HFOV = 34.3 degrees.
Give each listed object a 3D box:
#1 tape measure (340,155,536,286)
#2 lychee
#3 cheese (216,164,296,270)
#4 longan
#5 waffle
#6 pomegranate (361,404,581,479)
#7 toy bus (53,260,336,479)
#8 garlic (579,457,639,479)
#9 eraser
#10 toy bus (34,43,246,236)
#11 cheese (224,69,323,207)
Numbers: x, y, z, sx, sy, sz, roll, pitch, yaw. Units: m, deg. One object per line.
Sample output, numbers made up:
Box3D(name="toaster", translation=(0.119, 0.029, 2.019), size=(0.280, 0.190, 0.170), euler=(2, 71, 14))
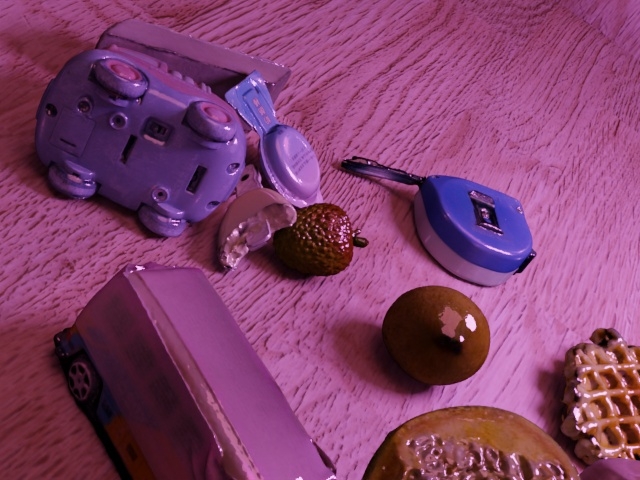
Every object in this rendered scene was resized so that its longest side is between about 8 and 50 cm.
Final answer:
Box3D(name="tape measure", translation=(0.210, -0.045, 1.796), size=(0.351, 0.098, 0.215), euler=(17, 37, -20))
Box3D(name="lychee", translation=(0.000, 0.000, 1.554), size=(0.146, 0.114, 0.114), euler=(-6, 49, -19))
Box3D(name="cheese", translation=(-0.105, -0.050, 1.555), size=(0.050, 0.127, 0.235), euler=(57, 7, -30))
Box3D(name="longan", translation=(0.166, 0.138, 1.513), size=(0.145, 0.176, 0.155), euler=(-38, 99, -13))
Box3D(name="waffle", translation=(0.508, 0.292, 1.654), size=(0.317, 0.073, 0.297), euler=(40, 40, -4))
Box3D(name="pomegranate", translation=(0.199, 0.356, 1.177), size=(0.358, 0.216, 0.310), euler=(10, 39, -14))
Box3D(name="toy bus", translation=(-0.134, 0.202, 1.155), size=(0.171, 0.162, 0.386), euler=(-7, 52, -45))
Box3D(name="garlic", translation=(0.409, 0.347, 1.363), size=(0.143, 0.112, 0.318), euler=(27, 1, 4))
Box3D(name="eraser", translation=(-0.212, -0.270, 1.702), size=(0.352, 0.111, 0.077), euler=(12, 40, -29))
Box3D(name="toy bus", translation=(-0.249, -0.164, 1.489), size=(0.294, 0.197, 0.232), euler=(23, 26, -14))
Box3D(name="cheese", translation=(-0.067, -0.151, 1.670), size=(0.245, 0.052, 0.135), euler=(58, 35, -14))
